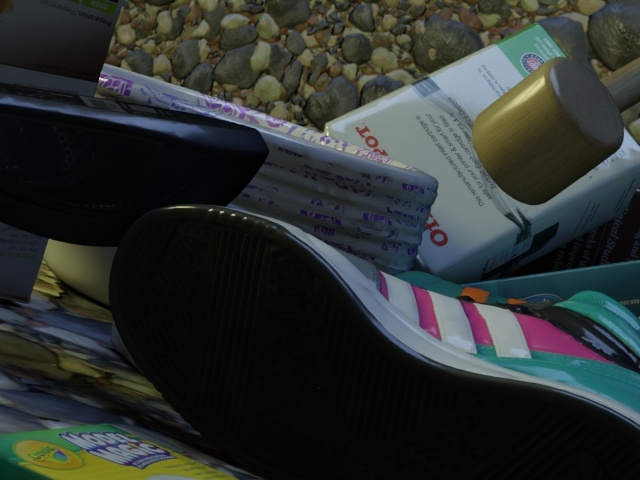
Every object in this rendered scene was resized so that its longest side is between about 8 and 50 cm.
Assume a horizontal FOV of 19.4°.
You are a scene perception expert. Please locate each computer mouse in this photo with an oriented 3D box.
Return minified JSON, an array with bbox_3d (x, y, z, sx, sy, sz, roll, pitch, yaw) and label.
[{"bbox_3d":[-0.164,-0.043,0.931,0.272,0.072,0.188,9,5,-7],"label":"computer mouse"}]

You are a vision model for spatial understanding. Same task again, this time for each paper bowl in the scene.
[{"bbox_3d":[-0.075,-0.019,1.262,0.284,0.148,0.284,19,4,-1],"label":"paper bowl"}]

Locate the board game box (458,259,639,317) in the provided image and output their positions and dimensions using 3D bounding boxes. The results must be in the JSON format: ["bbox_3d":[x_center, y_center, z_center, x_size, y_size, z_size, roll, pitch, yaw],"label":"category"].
[{"bbox_3d":[0.216,0.059,1.309,0.254,0.079,0.336,-8,-4,17],"label":"board game box"}]

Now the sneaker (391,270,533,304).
[{"bbox_3d":[0.096,0.072,1.087,0.302,0.108,0.121,15,9,-26],"label":"sneaker"}]

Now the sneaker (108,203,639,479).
[{"bbox_3d":[0.057,0.063,0.897,0.295,0.124,0.178,27,11,19],"label":"sneaker"}]

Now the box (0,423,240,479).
[{"bbox_3d":[-0.037,0.099,0.579,0.179,0.043,0.105,18,3,18],"label":"box"}]

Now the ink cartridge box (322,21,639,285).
[{"bbox_3d":[0.119,-0.053,1.438,0.153,0.208,0.087,56,-22,21],"label":"ink cartridge box"}]

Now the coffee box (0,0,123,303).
[{"bbox_3d":[-0.208,-0.104,1.082,0.141,0.246,0.098,21,6,40],"label":"coffee box"}]

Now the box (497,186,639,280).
[{"bbox_3d":[0.267,0.053,1.564,0.381,0.191,0.143,20,4,6],"label":"box"}]

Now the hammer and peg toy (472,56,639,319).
[{"bbox_3d":[0.266,0.006,0.998,0.361,0.127,0.266,47,40,-5],"label":"hammer and peg toy"}]

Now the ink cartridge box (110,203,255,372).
[{"bbox_3d":[-0.056,0.032,0.996,0.056,0.099,0.135,17,5,-23],"label":"ink cartridge box"}]
